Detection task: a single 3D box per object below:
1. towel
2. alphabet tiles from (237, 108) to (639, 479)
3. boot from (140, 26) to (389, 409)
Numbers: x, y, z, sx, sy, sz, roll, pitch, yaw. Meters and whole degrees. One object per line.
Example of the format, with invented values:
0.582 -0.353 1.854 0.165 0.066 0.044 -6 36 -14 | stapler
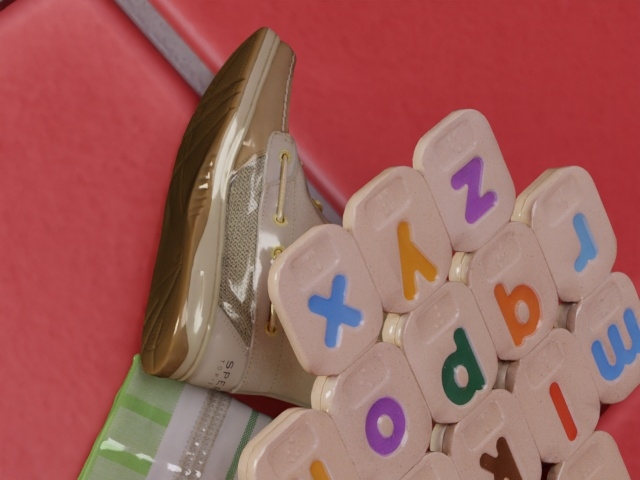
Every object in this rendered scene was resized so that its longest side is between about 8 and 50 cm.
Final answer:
-0.051 0.139 0.990 0.152 0.023 0.113 29 57 -10 | towel
0.075 0.087 1.006 0.284 0.021 0.278 -40 117 -33 | alphabet tiles
0.000 0.000 1.040 0.165 0.077 0.213 21 60 -19 | boot
